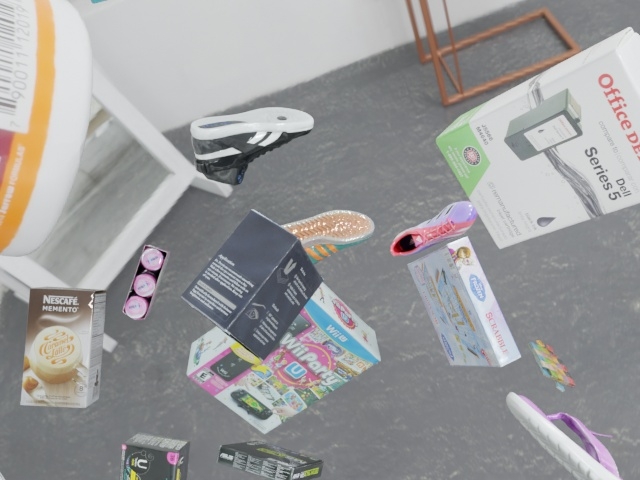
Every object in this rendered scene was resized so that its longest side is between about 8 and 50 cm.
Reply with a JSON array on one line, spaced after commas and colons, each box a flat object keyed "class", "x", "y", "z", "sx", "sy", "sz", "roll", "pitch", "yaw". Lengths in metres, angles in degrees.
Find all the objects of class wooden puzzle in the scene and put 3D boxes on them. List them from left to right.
[{"class": "wooden puzzle", "x": 0.272, "y": 0.146, "z": 0.724, "sx": 0.006, "sy": 0.049, "sz": 0.083, "roll": -53, "pitch": 27, "yaw": 27}]

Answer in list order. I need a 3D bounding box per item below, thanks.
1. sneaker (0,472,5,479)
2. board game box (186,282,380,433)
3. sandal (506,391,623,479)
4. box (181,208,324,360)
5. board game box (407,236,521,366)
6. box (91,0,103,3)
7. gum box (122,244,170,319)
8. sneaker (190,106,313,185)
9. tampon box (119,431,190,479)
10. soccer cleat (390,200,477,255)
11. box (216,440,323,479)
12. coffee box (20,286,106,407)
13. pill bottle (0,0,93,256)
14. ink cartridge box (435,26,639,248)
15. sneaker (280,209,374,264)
[{"class": "sneaker", "x": -0.785, "y": 0.495, "z": 1.359, "sx": 0.108, "sy": 0.292, "sz": 0.169, "roll": -41, "pitch": 17, "yaw": -30}, {"class": "board game box", "x": -0.073, "y": 0.219, "z": 1.201, "sx": 0.303, "sy": 0.224, "sz": 0.097, "roll": -37, "pitch": 27, "yaw": 17}, {"class": "sandal", "x": 0.566, "y": 0.447, "z": 1.257, "sx": 0.416, "sy": 0.169, "sz": 0.102, "roll": 41, "pitch": 80, "yaw": 20}, {"class": "box", "x": -0.090, "y": 0.068, "z": 0.878, "sx": 0.093, "sy": 0.156, "sz": 0.158, "roll": 32, "pitch": 76, "yaw": 25}, {"class": "board game box", "x": 0.364, "y": 0.173, "z": 1.614, "sx": 0.066, "sy": 0.318, "sz": 0.318, "roll": -21, "pitch": 84, "yaw": -13}, {"class": "box", "x": -0.301, "y": -0.504, "z": 1.077, "sx": 0.244, "sy": 0.060, "sz": 0.100, "roll": -18, "pitch": 75, "yaw": -7}, {"class": "gum box", "x": -0.449, "y": 0.109, "z": 1.583, "sx": 0.062, "sy": 0.107, "sz": 0.188, "roll": 19, "pitch": 87, "yaw": -10}, {"class": "sneaker", "x": -0.120, "y": -0.162, "z": 1.086, "sx": 0.217, "sy": 0.121, "sz": 0.079, "roll": -9, "pitch": 37, "yaw": -19}, {"class": "tampon box", "x": -0.462, "y": 0.620, "z": 1.714, "sx": 0.161, "sy": 0.101, "sz": 0.120, "roll": 6, "pitch": 94, "yaw": 10}, {"class": "soccer cleat", "x": 0.288, "y": -0.022, "z": 1.570, "sx": 0.248, "sy": 0.083, "sz": 0.095, "roll": -28, "pitch": 2, "yaw": 37}, {"class": "box", "x": -0.112, "y": 0.511, "z": 1.418, "sx": 0.191, "sy": 0.184, "sz": 0.045, "roll": 8, "pitch": 78, "yaw": 25}, {"class": "coffee box", "x": -0.552, "y": 0.226, "z": 1.326, "sx": 0.141, "sy": 0.098, "sz": 0.246, "roll": 3, "pitch": 87, "yaw": -3}, {"class": "pill bottle", "x": -0.382, "y": -0.117, "z": 0.404, "sx": 0.224, "sy": 0.392, "sz": 0.223, "roll": -13, "pitch": 73, "yaw": 48}, {"class": "ink cartridge box", "x": 0.334, "y": -0.131, "z": 0.853, "sx": 0.273, "sy": 0.198, "sz": 0.115, "roll": -24, "pitch": 12, "yaw": 44}, {"class": "sneaker", "x": 0.000, "y": 0.000, "z": 1.711, "sx": 0.302, "sy": 0.121, "sz": 0.108, "roll": -10, "pitch": 58, "yaw": -2}]
